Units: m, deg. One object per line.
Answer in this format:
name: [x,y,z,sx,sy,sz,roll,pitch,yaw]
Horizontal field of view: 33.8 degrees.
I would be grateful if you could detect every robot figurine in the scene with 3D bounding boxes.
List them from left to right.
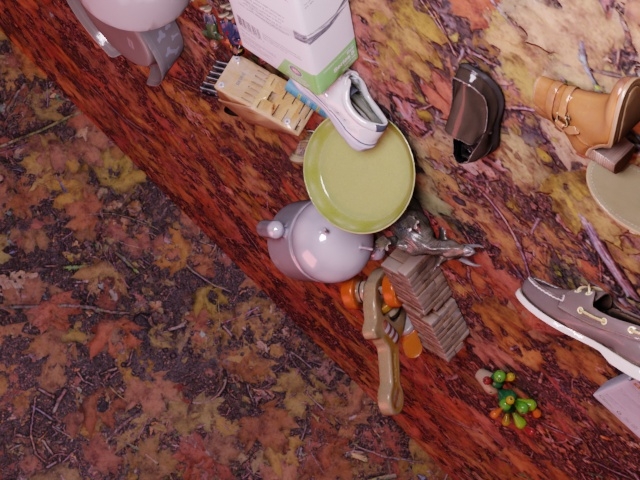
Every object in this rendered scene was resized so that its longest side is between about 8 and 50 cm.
robot figurine: [0.000,0.000,2.485,0.300,0.200,0.353,9,176,-21]

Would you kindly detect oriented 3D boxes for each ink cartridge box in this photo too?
ink cartridge box: [-0.055,-0.404,1.782,0.198,0.115,0.273,37,162,24]
ink cartridge box: [0.650,0.337,1.996,0.223,0.045,0.224,43,163,5]

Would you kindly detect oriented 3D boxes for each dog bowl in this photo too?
dog bowl: [-0.464,-0.531,2.498,0.349,0.102,0.349,41,164,14]

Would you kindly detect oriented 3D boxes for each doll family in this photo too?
doll family: [-0.165,-0.409,2.107,0.193,0.076,0.111,33,141,50]

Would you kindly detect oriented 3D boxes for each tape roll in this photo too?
tape roll: [-0.338,-0.529,1.940,0.246,0.246,0.169,45,164,-1]

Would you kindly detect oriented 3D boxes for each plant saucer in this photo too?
plant saucer: [0.079,-0.134,2.029,0.241,0.241,0.037,40,-153,18]

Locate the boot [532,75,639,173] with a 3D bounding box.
boot: [0.353,-0.182,1.413,0.152,0.073,0.197,42,162,24]

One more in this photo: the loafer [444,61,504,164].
loafer: [0.238,-0.188,1.659,0.080,0.078,0.220,35,161,30]

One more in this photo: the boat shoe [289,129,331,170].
boat shoe: [0.009,-0.183,2.229,0.104,0.089,0.285,23,180,-18]

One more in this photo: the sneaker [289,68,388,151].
sneaker: [0.032,-0.287,1.944,0.258,0.094,0.091,48,136,-1]

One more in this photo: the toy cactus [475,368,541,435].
toy cactus: [0.437,0.378,2.553,0.219,0.112,0.180,47,176,-39]

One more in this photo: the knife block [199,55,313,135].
knife block: [-0.133,-0.298,2.263,0.275,0.088,0.242,30,174,9]

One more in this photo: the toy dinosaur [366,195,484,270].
toy dinosaur: [0.168,-0.041,2.106,0.160,0.121,0.313,18,-154,-54]

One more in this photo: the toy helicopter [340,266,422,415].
toy helicopter: [0.167,0.241,2.535,0.140,0.355,0.235,-6,173,28]

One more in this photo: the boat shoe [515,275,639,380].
boat shoe: [0.481,0.134,1.825,0.116,0.097,0.324,4,-157,-44]

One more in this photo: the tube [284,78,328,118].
tube: [0.025,-0.257,2.080,0.207,0.052,0.080,37,176,3]

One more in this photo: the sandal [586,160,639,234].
sandal: [0.471,-0.024,1.485,0.240,0.088,0.079,34,164,15]

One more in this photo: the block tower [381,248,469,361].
block tower: [0.244,0.136,2.419,0.097,0.091,0.335,29,157,41]
